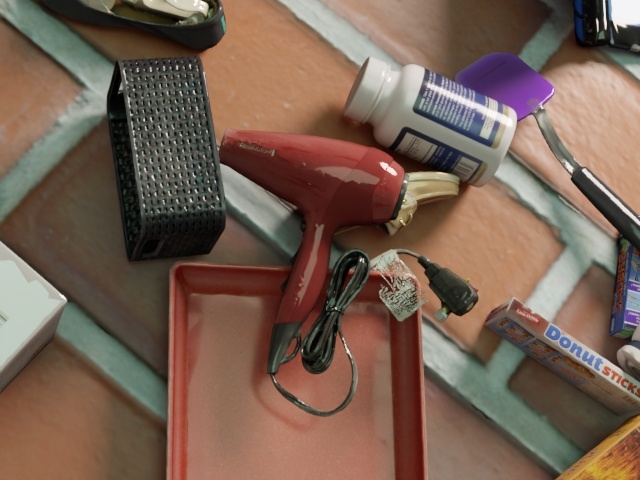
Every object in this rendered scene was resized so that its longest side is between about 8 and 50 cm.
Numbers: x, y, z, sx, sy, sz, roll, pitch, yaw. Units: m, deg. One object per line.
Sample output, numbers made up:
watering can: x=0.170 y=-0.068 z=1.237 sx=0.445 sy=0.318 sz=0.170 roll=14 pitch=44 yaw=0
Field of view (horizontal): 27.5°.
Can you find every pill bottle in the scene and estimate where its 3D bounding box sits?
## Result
pill bottle: x=0.114 y=-0.130 z=1.389 sx=0.169 sy=0.094 sz=0.094 roll=24 pitch=68 yaw=-8

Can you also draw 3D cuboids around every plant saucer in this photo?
plant saucer: x=-0.026 y=0.156 z=1.287 sx=0.259 sy=0.048 sz=0.259 roll=3 pitch=72 yaw=-14

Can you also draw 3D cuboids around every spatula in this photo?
spatula: x=0.271 y=-0.097 z=1.441 sx=0.084 sy=0.030 sz=0.296 roll=-36 pitch=79 yaw=-23

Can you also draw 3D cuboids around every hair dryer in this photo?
hair dryer: x=0.000 y=0.000 z=1.273 sx=0.224 sy=0.080 sz=0.293 roll=-32 pitch=79 yaw=-17

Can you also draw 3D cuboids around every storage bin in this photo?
storage bin: x=-0.154 y=-0.080 z=1.283 sx=0.084 sy=0.122 sz=0.180 roll=-6 pitch=75 yaw=-17

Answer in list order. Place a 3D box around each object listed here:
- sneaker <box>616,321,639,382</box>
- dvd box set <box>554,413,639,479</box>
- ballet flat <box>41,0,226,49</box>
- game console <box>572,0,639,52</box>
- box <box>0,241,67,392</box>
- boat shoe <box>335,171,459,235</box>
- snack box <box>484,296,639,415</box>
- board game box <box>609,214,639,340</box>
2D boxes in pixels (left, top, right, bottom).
sneaker: x=0.425 y=0.159 z=1.374 sx=0.235 sy=0.090 sz=0.095 roll=42 pitch=78 yaw=-10
dvd box set: x=0.256 y=0.403 z=1.244 sx=0.420 sy=0.062 sz=0.307 roll=-32 pitch=83 yaw=-23
ballet flat: x=-0.193 y=-0.254 z=1.356 sx=0.203 sy=0.074 sz=0.074 roll=15 pitch=70 yaw=-10
game console: x=0.372 y=-0.378 z=1.505 sx=0.173 sy=0.250 sz=0.293 roll=-4 pitch=72 yaw=11
box: x=-0.308 y=0.088 z=1.162 sx=0.091 sy=0.170 sz=0.130 roll=41 pitch=67 yaw=-2
boat shoe: x=0.067 y=-0.033 z=1.367 sx=0.170 sy=0.063 sz=0.059 roll=-9 pitch=78 yaw=-8
snack box: x=0.259 y=0.123 z=1.366 sx=0.178 sy=0.064 sz=0.022 roll=34 pitch=69 yaw=-3
board game box: x=0.425 y=0.062 z=1.448 sx=0.201 sy=0.035 sz=0.136 roll=16 pitch=69 yaw=-10
